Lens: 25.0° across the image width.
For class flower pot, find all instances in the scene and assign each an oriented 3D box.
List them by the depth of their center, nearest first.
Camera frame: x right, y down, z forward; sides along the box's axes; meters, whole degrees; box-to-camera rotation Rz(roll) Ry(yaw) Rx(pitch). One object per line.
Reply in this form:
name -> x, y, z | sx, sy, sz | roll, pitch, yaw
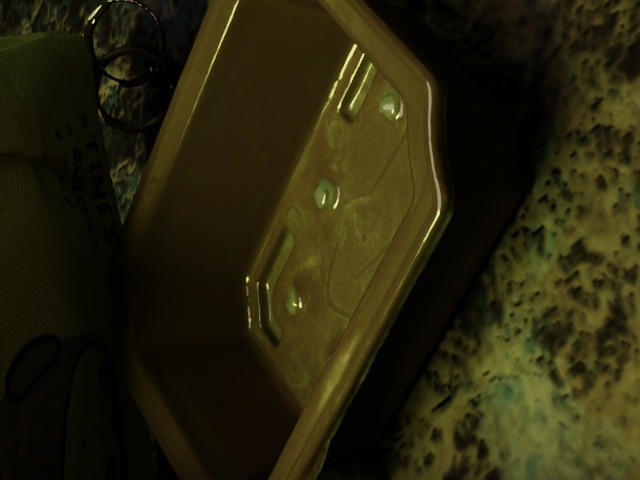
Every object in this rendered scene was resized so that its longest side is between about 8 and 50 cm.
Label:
flower pot -> 0.000, 0.000, 0.646 | 0.179, 0.084, 0.251 | 53, 131, 36

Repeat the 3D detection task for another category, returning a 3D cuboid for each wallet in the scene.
wallet -> -0.141, 0.049, 0.710 | 0.068, 0.275, 0.335 | -3, 97, 20
